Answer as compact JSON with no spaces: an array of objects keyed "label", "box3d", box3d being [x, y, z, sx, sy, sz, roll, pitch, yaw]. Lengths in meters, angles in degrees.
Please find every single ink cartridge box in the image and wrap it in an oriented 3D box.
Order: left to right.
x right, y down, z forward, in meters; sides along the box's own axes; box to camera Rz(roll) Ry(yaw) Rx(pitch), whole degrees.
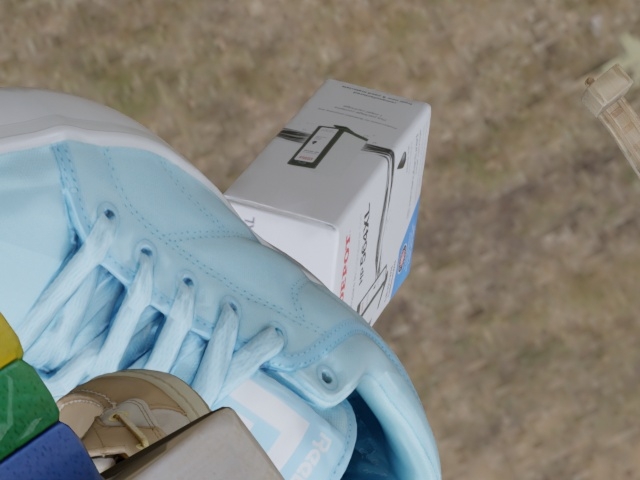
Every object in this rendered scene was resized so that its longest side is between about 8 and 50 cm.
[{"label":"ink cartridge box","box3d":[0.000,0.000,1.272,0.086,0.203,0.148,15,122,14]}]

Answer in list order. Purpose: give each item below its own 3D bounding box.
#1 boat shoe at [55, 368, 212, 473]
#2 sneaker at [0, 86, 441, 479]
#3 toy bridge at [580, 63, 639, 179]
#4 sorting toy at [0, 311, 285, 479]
[{"label":"boat shoe","box3d":[-0.062,0.084,0.612,0.059,0.170,0.063,-3,103,-29]},{"label":"sneaker","box3d":[-0.053,0.047,0.807,0.135,0.150,0.366,-56,143,7]},{"label":"toy bridge","box3d":[0.216,-0.023,1.082,0.026,0.188,0.063,-38,172,-6]},{"label":"sorting toy","box3d":[-0.176,0.113,0.368,0.255,0.089,0.257,-36,-177,-43]}]
